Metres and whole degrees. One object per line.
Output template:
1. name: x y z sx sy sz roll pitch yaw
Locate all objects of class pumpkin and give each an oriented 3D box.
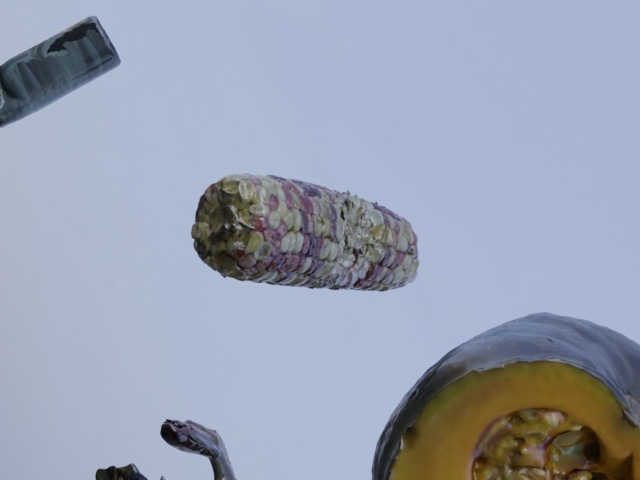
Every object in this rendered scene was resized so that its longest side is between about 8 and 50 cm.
1. pumpkin: 0.177 0.189 1.007 0.325 0.242 0.232 35 6 -8

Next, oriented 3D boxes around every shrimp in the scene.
1. shrimp: -0.126 0.242 1.371 0.253 0.058 0.173 60 35 -46

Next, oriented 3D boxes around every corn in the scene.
1. corn: 0.000 0.000 1.323 0.098 0.290 0.098 -7 -101 38

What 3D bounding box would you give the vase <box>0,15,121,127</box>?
1. vase: -0.304 -0.151 1.444 0.060 0.211 0.060 60 -7 11
